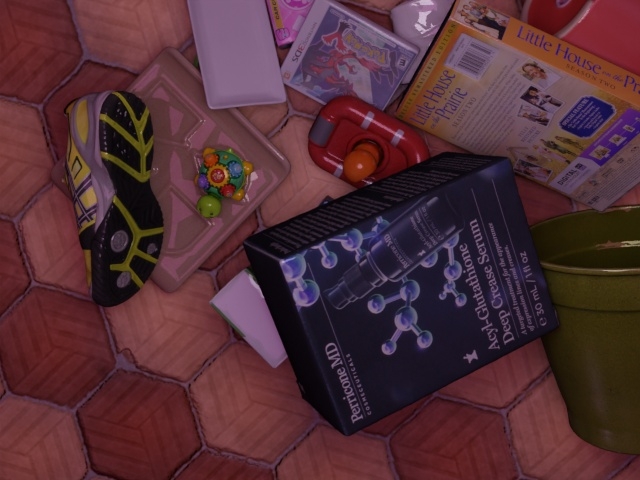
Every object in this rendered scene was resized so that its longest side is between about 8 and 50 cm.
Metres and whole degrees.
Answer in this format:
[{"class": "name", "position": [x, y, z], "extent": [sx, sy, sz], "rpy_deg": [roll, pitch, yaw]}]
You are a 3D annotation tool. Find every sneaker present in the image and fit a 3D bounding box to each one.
[{"class": "sneaker", "position": [-0.377, -0.074, 1.549], "extent": [0.147, 0.145, 0.384], "rpy_deg": [12, 103, 36]}, {"class": "sneaker", "position": [0.270, -0.388, 1.549], "extent": [0.293, 0.108, 0.169], "rpy_deg": [-11, 97, 5]}]

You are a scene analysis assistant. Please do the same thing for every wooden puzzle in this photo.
[{"class": "wooden puzzle", "position": [-0.275, -0.128, 1.620], "extent": [0.322, 0.080, 0.348], "rpy_deg": [45, 100, -1]}]

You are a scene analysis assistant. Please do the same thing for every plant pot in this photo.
[{"class": "plant pot", "position": [0.478, -0.345, 1.422], "extent": [0.243, 0.275, 0.275], "rpy_deg": [24, 96, -24]}, {"class": "plant pot", "position": [0.532, 0.155, 1.482], "extent": [0.367, 0.366, 0.353], "rpy_deg": [-9, 105, 4]}]

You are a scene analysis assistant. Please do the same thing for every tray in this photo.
[{"class": "tray", "position": [-0.157, -0.362, 1.570], "extent": [0.145, 0.030, 0.270], "rpy_deg": [-8, 78, -18]}]

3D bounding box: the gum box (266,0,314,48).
[{"class": "gum box", "position": [-0.046, -0.453, 1.582], "extent": [0.107, 0.062, 0.188], "rpy_deg": [-13, 94, 4]}]

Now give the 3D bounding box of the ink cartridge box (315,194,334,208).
[{"class": "ink cartridge box", "position": [0.000, 0.000, 1.553], "extent": [0.082, 0.190, 0.139], "rpy_deg": [36, 96, -1]}]

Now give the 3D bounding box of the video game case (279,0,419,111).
[{"class": "video game case", "position": [0.045, -0.314, 1.553], "extent": [0.201, 0.023, 0.183], "rpy_deg": [27, 128, -6]}]

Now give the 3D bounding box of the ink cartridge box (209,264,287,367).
[{"class": "ink cartridge box", "position": [-0.100, 0.125, 1.556], "extent": [0.092, 0.219, 0.160], "rpy_deg": [-45, 92, 2]}]

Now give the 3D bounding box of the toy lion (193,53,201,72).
[{"class": "toy lion", "position": [-0.185, -0.336, 1.618], "extent": [0.100, 0.034, 0.096], "rpy_deg": [-3, 87, 4]}]

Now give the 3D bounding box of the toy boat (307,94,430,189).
[{"class": "toy boat", "position": [0.081, -0.145, 1.541], "extent": [0.231, 0.151, 0.151], "rpy_deg": [29, 121, 1]}]

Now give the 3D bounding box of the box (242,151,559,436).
[{"class": "box", "position": [0.126, 0.067, 1.375], "extent": [0.395, 0.212, 0.293], "rpy_deg": [-25, 105, -15]}]

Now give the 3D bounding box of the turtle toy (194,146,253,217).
[{"class": "turtle toy", "position": [-0.179, -0.101, 1.538], "extent": [0.095, 0.066, 0.130], "rpy_deg": [20, 99, 3]}]

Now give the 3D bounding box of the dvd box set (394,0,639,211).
[{"class": "dvd box set", "position": [0.357, -0.211, 1.440], "extent": [0.420, 0.307, 0.062], "rpy_deg": [24, 66, -1]}]
